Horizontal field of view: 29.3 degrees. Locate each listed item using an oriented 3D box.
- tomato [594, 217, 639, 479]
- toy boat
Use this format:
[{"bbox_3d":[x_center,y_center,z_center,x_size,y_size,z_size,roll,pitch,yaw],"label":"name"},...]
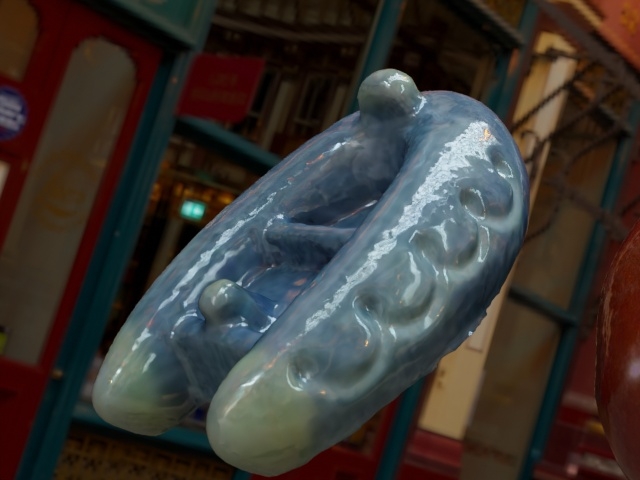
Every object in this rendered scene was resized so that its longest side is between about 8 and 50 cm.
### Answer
[{"bbox_3d":[0.389,0.099,1.014,0.325,0.293,0.290,23,-34,-28],"label":"tomato"},{"bbox_3d":[0.000,0.000,0.773,0.215,0.330,0.123,5,-51,51],"label":"toy boat"}]
